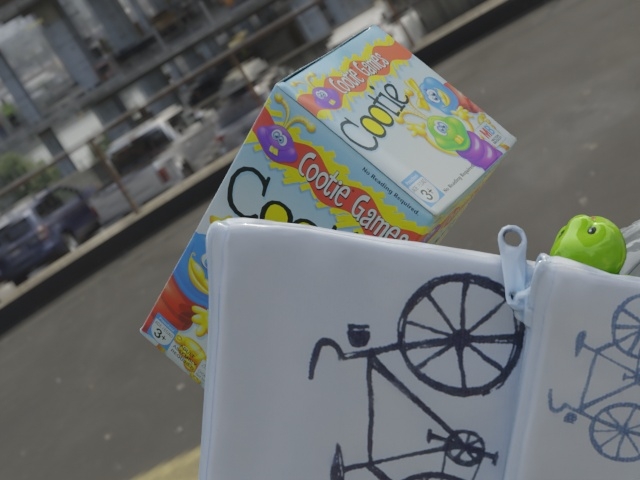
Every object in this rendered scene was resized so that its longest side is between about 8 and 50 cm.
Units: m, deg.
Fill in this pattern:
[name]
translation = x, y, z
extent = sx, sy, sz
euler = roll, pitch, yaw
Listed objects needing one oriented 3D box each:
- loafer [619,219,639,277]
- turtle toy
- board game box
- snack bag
[loafer]
translation = 0.341, -0.007, 0.977
extent = 0.319, 0.112, 0.111
euler = -37, 40, -4
[turtle toy]
translation = 0.157, 0.051, 0.715
extent = 0.095, 0.066, 0.130
euler = -9, 71, 49
[board game box]
translation = 0.000, 0.000, 0.945
extent = 0.144, 0.142, 0.275
euler = -40, -13, -48
[snack bag]
translation = 0.088, 0.152, 0.612
extent = 0.343, 0.323, 0.037
euler = 10, 20, 11
